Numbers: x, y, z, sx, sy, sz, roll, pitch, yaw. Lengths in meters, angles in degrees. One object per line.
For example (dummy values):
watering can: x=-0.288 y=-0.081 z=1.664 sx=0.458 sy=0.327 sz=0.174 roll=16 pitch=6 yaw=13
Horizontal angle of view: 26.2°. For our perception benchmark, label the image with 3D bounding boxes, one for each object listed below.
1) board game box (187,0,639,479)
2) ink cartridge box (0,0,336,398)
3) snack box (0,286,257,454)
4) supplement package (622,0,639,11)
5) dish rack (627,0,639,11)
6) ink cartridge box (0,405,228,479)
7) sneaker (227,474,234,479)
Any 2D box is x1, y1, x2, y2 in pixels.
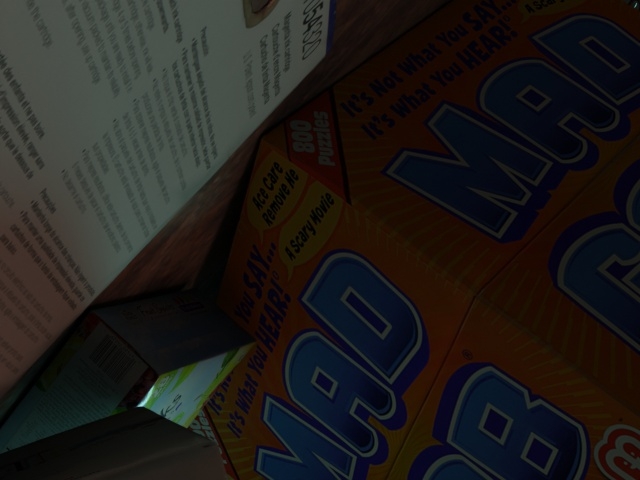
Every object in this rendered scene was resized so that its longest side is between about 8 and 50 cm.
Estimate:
board game box: x=0.162 y=0.061 z=1.075 sx=0.356 sy=0.356 sz=0.356 roll=-39 pitch=159 yaw=-39
ink cartridge box: x=-0.122 y=-0.034 z=0.489 sx=0.330 sy=0.071 sz=0.324 roll=-49 pitch=171 yaw=-12
snack box: x=-0.156 y=0.135 z=0.949 sx=0.207 sy=0.070 sz=0.174 roll=-52 pitch=168 yaw=13
supplement package: x=0.403 y=-0.274 z=1.401 sx=0.203 sy=0.194 sz=0.149 roll=-44 pitch=169 yaw=-24
dish rack: x=0.301 y=-0.185 z=1.307 sx=0.271 sy=0.208 sz=0.074 roll=110 pitch=5 yaw=-62
ink cartridge box: x=-0.130 y=0.199 z=0.718 sx=0.168 sy=0.171 sz=0.232 roll=-17 pitch=-179 yaw=-15
sneaker: x=-0.100 y=0.231 z=1.507 sx=0.131 sy=0.112 sz=0.296 roll=-23 pitch=-178 yaw=14
